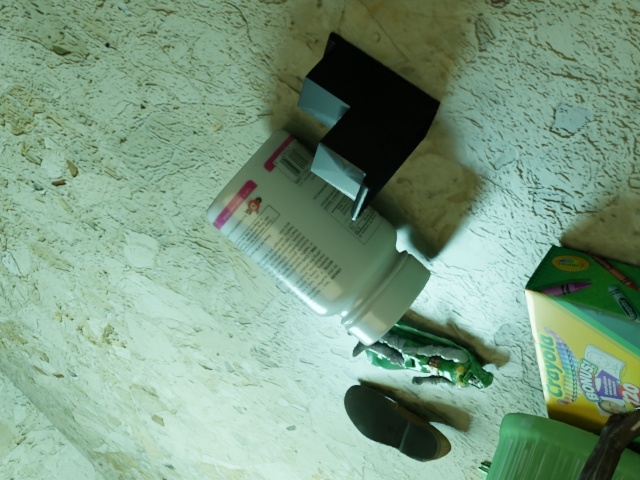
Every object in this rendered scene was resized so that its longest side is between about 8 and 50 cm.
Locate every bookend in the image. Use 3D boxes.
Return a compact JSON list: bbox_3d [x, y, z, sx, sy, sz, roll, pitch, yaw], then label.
[{"bbox_3d":[0.028,-0.134,1.319,0.156,0.157,0.072,34,149,8],"label":"bookend"}]

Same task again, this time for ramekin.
[{"bbox_3d":[0.359,0.367,1.538,0.303,0.148,0.303,25,165,7],"label":"ramekin"}]

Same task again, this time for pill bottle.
[{"bbox_3d":[0.000,0.000,1.527,0.283,0.160,0.160,42,150,-3],"label":"pill bottle"}]

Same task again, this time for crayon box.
[{"bbox_3d":[0.356,0.143,1.397,0.165,0.081,0.278,17,144,34],"label":"crayon box"}]

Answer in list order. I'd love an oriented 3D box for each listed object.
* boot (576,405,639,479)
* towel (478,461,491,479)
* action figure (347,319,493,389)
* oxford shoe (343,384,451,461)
[{"bbox_3d":[0.354,0.253,1.348,0.037,0.114,0.106,41,151,-5],"label":"boot"},{"bbox_3d":[0.332,0.424,1.862,0.152,0.023,0.113,16,142,36],"label":"towel"},{"bbox_3d":[0.151,0.173,1.697,0.232,0.063,0.137,15,139,31],"label":"action figure"},{"bbox_3d":[0.126,0.308,1.899,0.212,0.076,0.076,30,-170,36],"label":"oxford shoe"}]
